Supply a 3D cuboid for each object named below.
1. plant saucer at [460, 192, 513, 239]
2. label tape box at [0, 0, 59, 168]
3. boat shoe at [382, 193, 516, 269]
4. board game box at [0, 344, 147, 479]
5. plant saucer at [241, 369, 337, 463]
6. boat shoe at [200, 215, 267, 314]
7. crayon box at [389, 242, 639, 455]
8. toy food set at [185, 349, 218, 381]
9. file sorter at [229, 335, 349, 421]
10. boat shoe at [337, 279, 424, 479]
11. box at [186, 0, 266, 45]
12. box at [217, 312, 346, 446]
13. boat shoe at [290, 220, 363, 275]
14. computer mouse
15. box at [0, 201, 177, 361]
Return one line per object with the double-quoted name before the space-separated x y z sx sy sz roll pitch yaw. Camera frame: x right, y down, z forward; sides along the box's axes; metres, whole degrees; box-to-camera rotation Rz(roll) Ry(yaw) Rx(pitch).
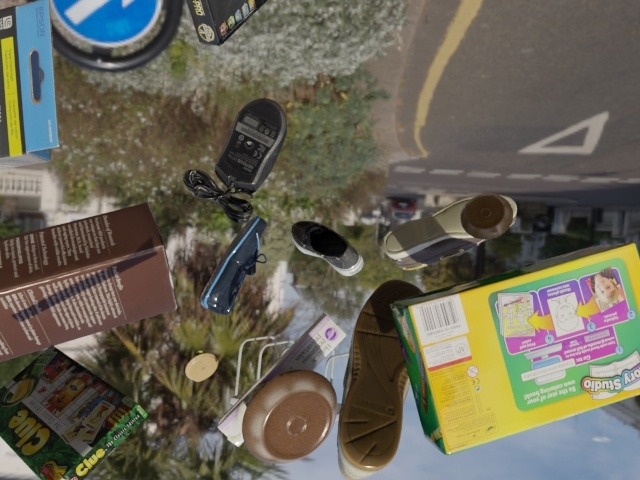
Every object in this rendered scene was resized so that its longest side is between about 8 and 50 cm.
"plant saucer" 0.266 -0.042 0.998 0.083 0.083 0.015 4 158 24
"label tape box" -0.544 -0.247 1.052 0.333 0.241 0.106 -4 180 20
"boat shoe" 0.314 -0.014 1.488 0.324 0.117 0.097 -21 137 18
"board game box" -0.354 0.231 0.832 0.259 0.030 0.136 13 -130 43
"plant saucer" -0.049 0.342 1.172 0.198 0.199 0.036 3 -165 -27
"boat shoe" -0.200 0.063 1.534 0.089 0.258 0.109 34 172 -17
"crayon box" 0.237 0.116 0.707 0.278 0.165 0.081 -14 179 -8
"toy food set" -0.280 0.298 1.473 0.083 0.082 0.020 46 179 -43
"file sorter" -0.063 0.361 1.640 0.277 0.173 0.193 6 179 28
"boat shoe" 0.084 0.192 0.896 0.109 0.302 0.098 18 143 0
"box" -0.295 -0.868 2.000 0.097 0.318 0.395 14 -130 25
"box" -0.081 0.290 1.308 0.063 0.324 0.067 45 174 -4
"boat shoe" 0.000 0.000 1.331 0.228 0.080 0.076 38 167 48
"computer mouse" -0.168 -0.190 1.397 0.188 0.272 0.072 33 -176 12
"box" -0.476 0.079 1.151 0.381 0.191 0.143 -14 -130 -16
